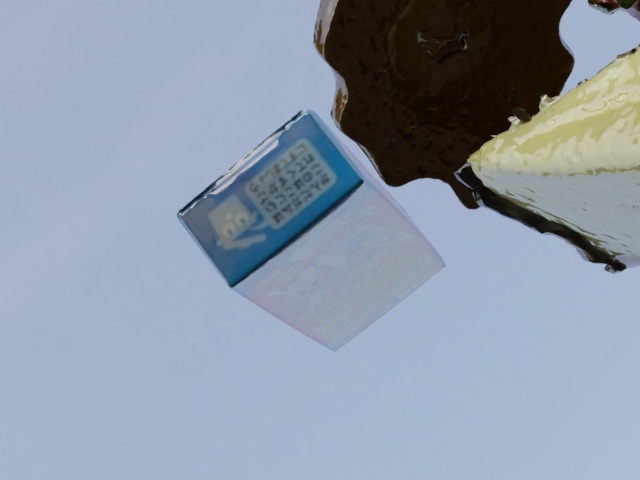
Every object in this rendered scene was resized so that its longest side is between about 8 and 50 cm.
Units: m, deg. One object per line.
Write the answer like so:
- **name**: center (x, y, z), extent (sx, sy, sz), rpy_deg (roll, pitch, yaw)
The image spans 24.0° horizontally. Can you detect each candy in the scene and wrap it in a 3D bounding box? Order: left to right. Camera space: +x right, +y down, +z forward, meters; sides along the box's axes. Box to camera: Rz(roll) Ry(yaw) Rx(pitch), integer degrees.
- **candy**: center (0.001, 0.001, 1.440), extent (0.157, 0.100, 0.306), rpy_deg (-39, -23, 4)

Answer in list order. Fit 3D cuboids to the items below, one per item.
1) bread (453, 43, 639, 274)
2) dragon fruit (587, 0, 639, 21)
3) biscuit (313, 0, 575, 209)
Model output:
- **bread**: center (0.352, -0.057, 0.883), extent (0.346, 0.405, 0.242), rpy_deg (32, -102, -22)
- **dragon fruit**: center (0.332, -0.288, 1.485), extent (0.236, 0.135, 0.137), rpy_deg (-15, -42, -43)
- **biscuit**: center (0.089, -0.119, 1.032), extent (0.182, 0.034, 0.215), rpy_deg (-15, -61, -8)
